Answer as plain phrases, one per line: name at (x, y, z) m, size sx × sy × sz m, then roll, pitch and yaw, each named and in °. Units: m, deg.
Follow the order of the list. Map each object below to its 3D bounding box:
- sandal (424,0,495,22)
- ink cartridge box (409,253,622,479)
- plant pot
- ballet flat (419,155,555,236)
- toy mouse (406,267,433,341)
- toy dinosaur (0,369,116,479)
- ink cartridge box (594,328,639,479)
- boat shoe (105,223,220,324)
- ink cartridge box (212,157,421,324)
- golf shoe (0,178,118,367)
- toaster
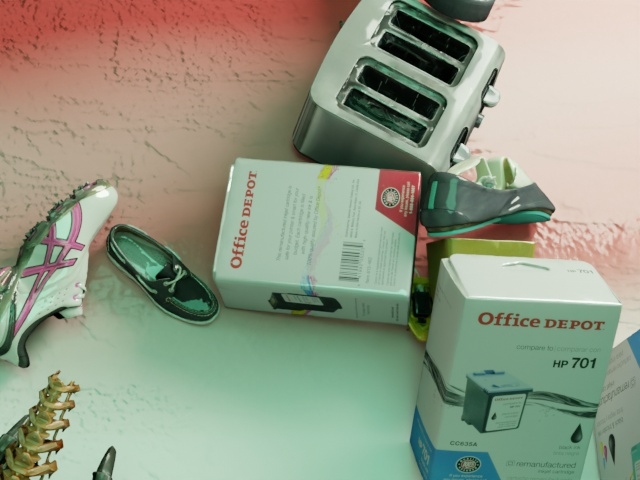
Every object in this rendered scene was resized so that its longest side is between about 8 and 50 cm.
sandal at (0.101, -0.292, 1.165) m, size 0.097 × 0.054 × 0.254 m, roll 9°, pitch 38°, yaw -20°
ink cartridge box at (0.163, 0.117, 0.969) m, size 0.140 × 0.190 × 0.082 m, roll 3°, pitch 25°, yaw -9°
plant pot at (0.143, 0.043, 1.023) m, size 0.082 × 0.081 × 0.083 m, roll 2°, pitch 86°, yaw -9°
ballet flat at (0.160, -0.045, 1.052) m, size 0.203 × 0.074 × 0.074 m, roll -7°, pitch 64°, yaw -51°
toy mouse at (0.145, 0.074, 1.069) m, size 0.143 × 0.031 × 0.161 m, roll -2°, pitch 68°, yaw -11°
toy dinosaur at (-0.229, 0.245, 0.821) m, size 0.164 × 0.218 × 0.322 m, roll 44°, pitch 108°, yaw -7°
ink cartridge box at (0.367, 0.212, 0.959) m, size 0.197 × 0.198 × 0.270 m, roll 3°, pitch 66°, yaw -10°
boat shoe at (-0.144, 0.029, 1.033) m, size 0.125 × 0.038 × 0.046 m, roll 40°, pitch 67°, yaw 8°
ink cartridge box at (0.000, 0.000, 1.034) m, size 0.175 × 0.072 × 0.127 m, roll 5°, pitch 66°, yaw 7°
golf shoe at (-0.237, 0.028, 1.007) m, size 0.086 × 0.067 × 0.186 m, roll 41°, pitch 74°, yaw -7°
toaster at (0.072, -0.140, 1.105) m, size 0.186 × 0.110 × 0.168 m, roll 28°, pitch 65°, yaw 3°
